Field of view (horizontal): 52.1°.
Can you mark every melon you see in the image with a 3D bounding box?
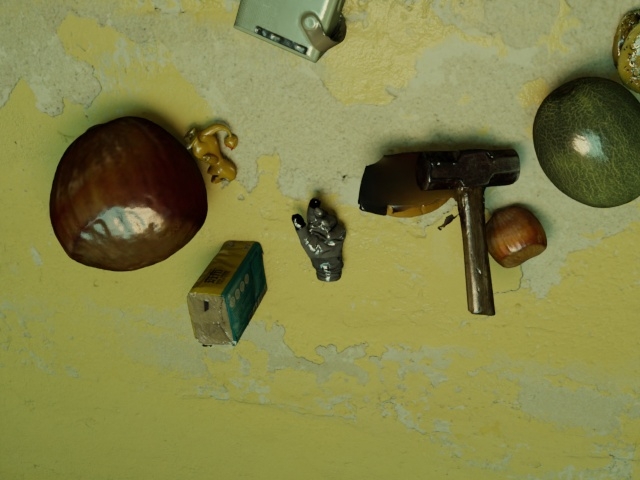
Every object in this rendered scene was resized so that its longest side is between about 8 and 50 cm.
[{"bbox_3d":[0.601,-0.208,1.438,0.238,0.237,0.301,-27,114,27],"label":"melon"}]

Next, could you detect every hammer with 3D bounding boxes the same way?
[{"bbox_3d":[0.362,-0.018,1.570,0.243,0.095,0.408,-6,95,-14],"label":"hammer"}]

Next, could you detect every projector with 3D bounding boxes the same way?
[{"bbox_3d":[-0.049,-0.518,1.443,0.243,0.163,0.177,25,125,2],"label":"projector"}]

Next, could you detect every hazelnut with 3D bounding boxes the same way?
[{"bbox_3d":[-0.506,-0.119,1.714,0.421,0.353,0.420,-2,87,35],"label":"hazelnut"},{"bbox_3d":[0.493,-0.009,1.671,0.151,0.150,0.150,6,124,10],"label":"hazelnut"}]

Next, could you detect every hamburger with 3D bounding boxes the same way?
[{"bbox_3d":[0.702,-0.402,1.364,0.177,0.113,0.185,31,125,-6],"label":"hamburger"}]

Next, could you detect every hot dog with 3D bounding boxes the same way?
[{"bbox_3d":[0.242,-0.124,1.633,0.326,0.107,0.193,8,85,-13],"label":"hot dog"}]

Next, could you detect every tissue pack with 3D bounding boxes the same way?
[{"bbox_3d":[-0.261,0.146,1.862,0.134,0.270,0.192,3,122,16],"label":"tissue pack"}]

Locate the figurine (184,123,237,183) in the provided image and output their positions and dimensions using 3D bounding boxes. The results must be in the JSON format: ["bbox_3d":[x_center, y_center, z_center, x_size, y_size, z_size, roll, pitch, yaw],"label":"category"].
[{"bbox_3d":[-0.269,-0.232,1.734,0.122,0.121,0.176,-31,128,0],"label":"figurine"}]

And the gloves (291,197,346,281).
[{"bbox_3d":[0.000,-0.003,1.796,0.143,0.119,0.285,-4,136,3],"label":"gloves"}]
